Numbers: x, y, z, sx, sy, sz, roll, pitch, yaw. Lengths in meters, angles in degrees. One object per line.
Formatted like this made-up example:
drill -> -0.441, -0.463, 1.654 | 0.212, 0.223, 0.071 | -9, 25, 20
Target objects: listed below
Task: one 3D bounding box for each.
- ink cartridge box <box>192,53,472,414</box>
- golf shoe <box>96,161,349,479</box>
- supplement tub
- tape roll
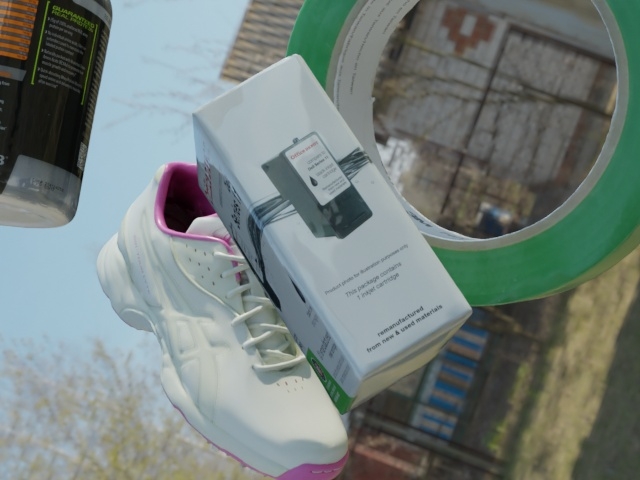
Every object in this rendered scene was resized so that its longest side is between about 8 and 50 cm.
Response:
ink cartridge box -> 0.000, 0.000, 0.804 | 0.087, 0.208, 0.153 | -30, -13, -12
golf shoe -> -0.074, 0.059, 0.942 | 0.115, 0.306, 0.140 | -8, -45, -45
supplement tub -> -0.202, -0.110, 0.772 | 0.117, 0.117, 0.190 | 89, -170, -79
tape roll -> 0.126, -0.110, 0.912 | 0.077, 0.321, 0.321 | -1, -67, -64
